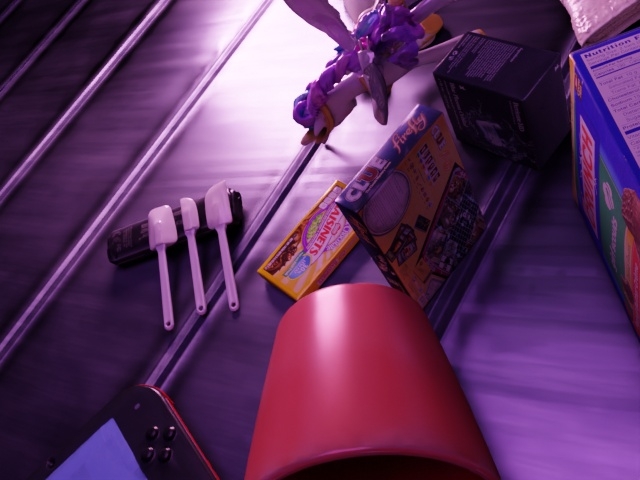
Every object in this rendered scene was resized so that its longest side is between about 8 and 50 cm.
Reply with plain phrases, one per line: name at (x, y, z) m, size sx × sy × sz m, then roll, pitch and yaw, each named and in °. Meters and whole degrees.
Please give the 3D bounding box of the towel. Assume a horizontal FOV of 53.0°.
towel at (0.503, -0.448, 0.995) m, size 0.282 × 0.049 × 0.187 m, roll -35°, pitch 49°, yaw 37°

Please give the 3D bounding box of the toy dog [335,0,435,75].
toy dog at (0.076, -0.491, 1.251) m, size 0.220 × 0.161 × 0.334 m, roll -24°, pitch 49°, yaw 11°

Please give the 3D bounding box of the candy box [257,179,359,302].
candy box at (0.000, 0.000, 1.030) m, size 0.105 × 0.027 × 0.206 m, roll 32°, pitch 76°, yaw 36°

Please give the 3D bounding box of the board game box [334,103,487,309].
board game box at (0.129, -0.033, 0.839) m, size 0.042 × 0.243 × 0.165 m, roll 30°, pitch 74°, yaw 41°

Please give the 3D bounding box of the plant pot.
plant pot at (0.045, 0.199, 0.724) m, size 0.274 × 0.275 × 0.243 m, roll -21°, pitch 40°, yaw 14°

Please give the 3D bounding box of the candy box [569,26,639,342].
candy box at (0.373, -0.027, 0.689) m, size 0.122 × 0.268 × 0.317 m, roll -15°, pitch 51°, yaw 13°

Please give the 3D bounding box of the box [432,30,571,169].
box at (0.269, -0.206, 0.947) m, size 0.158 × 0.156 × 0.093 m, roll 30°, pitch 75°, yaw 39°

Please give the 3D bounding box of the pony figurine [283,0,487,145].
pony figurine at (0.089, -0.307, 1.003) m, size 0.363 × 0.351 × 0.303 m, roll -33°, pitch 70°, yaw 1°

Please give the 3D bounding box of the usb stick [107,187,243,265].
usb stick at (-0.269, -0.023, 1.179) m, size 0.277 × 0.045 × 0.077 m, roll -19°, pitch 60°, yaw 15°

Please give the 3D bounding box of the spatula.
spatula at (-0.219, 0.028, 1.104) m, size 0.168 × 0.019 × 0.242 m, roll -18°, pitch 65°, yaw 11°

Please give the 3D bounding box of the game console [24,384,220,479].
game console at (-0.303, 0.422, 0.869) m, size 0.386 × 0.060 × 0.342 m, roll -43°, pitch 48°, yaw -5°
